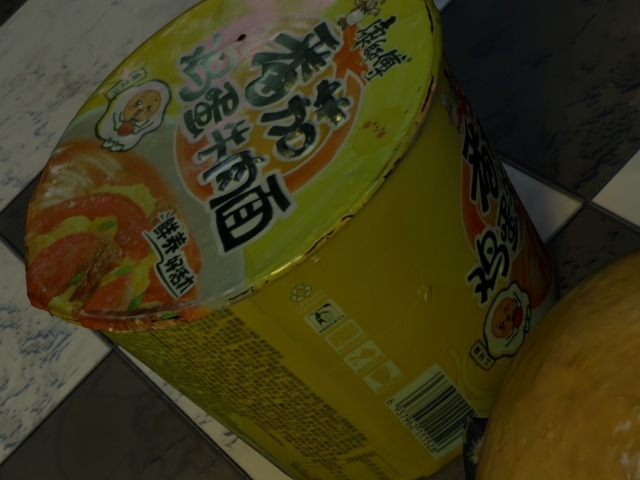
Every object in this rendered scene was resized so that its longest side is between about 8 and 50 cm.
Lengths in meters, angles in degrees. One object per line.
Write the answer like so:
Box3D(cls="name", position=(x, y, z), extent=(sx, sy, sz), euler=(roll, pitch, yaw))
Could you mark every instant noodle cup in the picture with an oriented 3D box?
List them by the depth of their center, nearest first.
Box3D(cls="instant noodle cup", position=(0.000, 0.000, 1.030), extent=(0.264, 0.200, 0.264), euler=(-24, 40, 22))

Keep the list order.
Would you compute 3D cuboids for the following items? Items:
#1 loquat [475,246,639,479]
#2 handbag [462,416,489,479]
Box3D(cls="loquat", position=(0.172, 0.116, 0.724), extent=(0.244, 0.244, 0.244), euler=(-25, 38, 22))
Box3D(cls="handbag", position=(0.138, 0.125, 0.884), extent=(0.139, 0.072, 0.115), euler=(-20, 39, 20))
